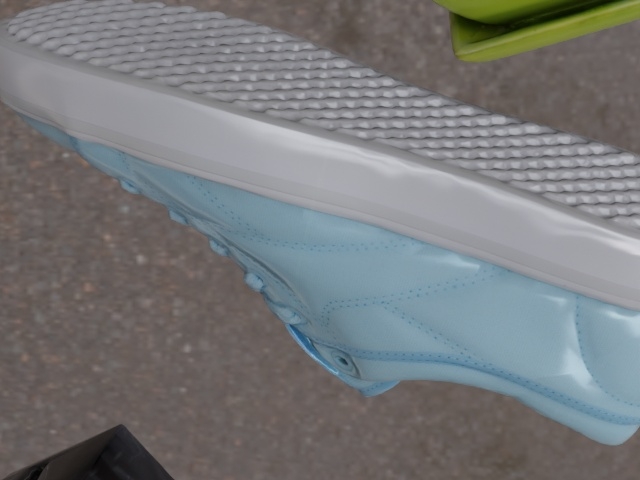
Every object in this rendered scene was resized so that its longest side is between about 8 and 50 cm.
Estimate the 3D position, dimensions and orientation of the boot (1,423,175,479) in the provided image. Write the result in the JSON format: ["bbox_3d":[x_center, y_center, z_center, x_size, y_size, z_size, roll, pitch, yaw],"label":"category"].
[{"bbox_3d":[-0.145,0.383,1.213,0.445,0.367,0.146,44,25,-21],"label":"boot"}]

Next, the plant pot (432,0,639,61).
[{"bbox_3d":[0.149,-0.256,0.973,0.207,0.228,0.227,55,28,-46],"label":"plant pot"}]

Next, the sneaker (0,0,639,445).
[{"bbox_3d":[0.000,0.000,0.706,0.135,0.366,0.150,-43,151,-62],"label":"sneaker"}]
